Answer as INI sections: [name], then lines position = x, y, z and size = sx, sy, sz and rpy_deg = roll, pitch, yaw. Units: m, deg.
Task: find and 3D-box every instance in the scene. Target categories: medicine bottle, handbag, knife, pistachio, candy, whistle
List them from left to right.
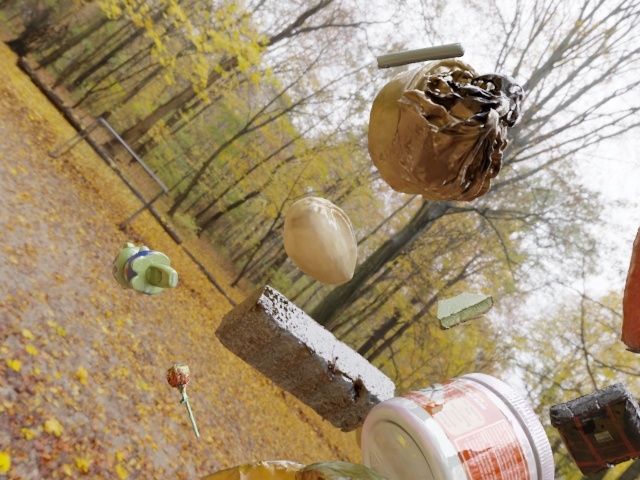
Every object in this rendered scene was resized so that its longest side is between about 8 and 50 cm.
[whistle]
position = -0.365, 0.065, 0.885
size = 0.227, 0.105, 0.085
rpy_deg = 8, 4, 42
[candy]
position = -0.346, 0.411, 1.099
size = 0.201, 0.060, 0.060
rpy_deg = 59, -3, 31
[pistachio]
position = 0.000, 0.000, 0.897
size = 0.117, 0.145, 0.201
rpy_deg = -87, 152, -63
[knife]
position = 0.185, -0.341, 0.791
size = 0.044, 0.162, 0.023
rpy_deg = -44, 128, -79
[medicine bottle]
position = 0.232, 0.391, 0.767
size = 0.252, 0.240, 0.253
rpy_deg = 13, -75, 60
[handbag]
position = 0.741, 0.498, 1.118
size = 0.170, 0.215, 0.155
rpy_deg = 57, 26, 3

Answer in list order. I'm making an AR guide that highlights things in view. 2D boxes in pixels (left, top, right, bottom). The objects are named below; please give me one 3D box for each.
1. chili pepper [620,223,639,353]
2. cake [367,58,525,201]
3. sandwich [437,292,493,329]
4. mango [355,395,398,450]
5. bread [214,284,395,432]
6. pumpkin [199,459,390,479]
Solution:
[chili pepper]
position = 0.734, 0.081, 0.813
size = 0.228, 0.306, 0.251
rpy_deg = 5, -1, -18
[cake]
position = 0.312, -0.252, 0.966
size = 0.332, 0.332, 0.321
rpy_deg = 53, -18, -26
[sandwich]
position = 0.518, 0.275, 1.673
size = 0.212, 0.244, 0.063
rpy_deg = 171, -98, -73
[mango]
position = 0.289, 0.681, 1.498
size = 0.364, 0.253, 0.182
rpy_deg = 15, -22, -30
[bread]
position = -0.028, 0.277, 0.969
size = 0.416, 0.165, 0.113
rpy_deg = 40, 30, -14
[pumpkin]
position = -0.062, 0.270, 0.301
size = 0.320, 0.319, 0.193
rpy_deg = 71, 8, -67
